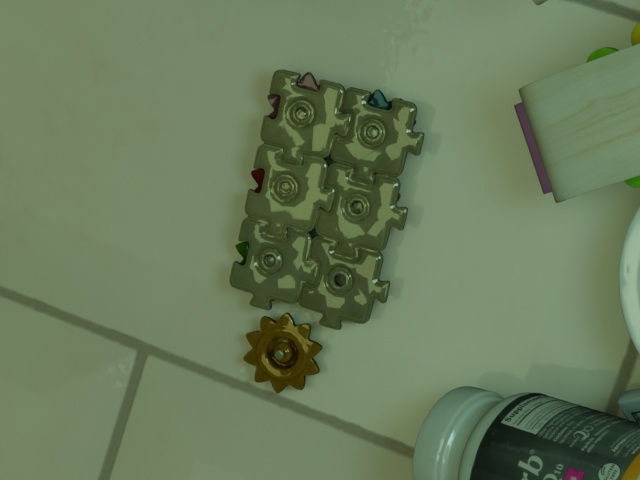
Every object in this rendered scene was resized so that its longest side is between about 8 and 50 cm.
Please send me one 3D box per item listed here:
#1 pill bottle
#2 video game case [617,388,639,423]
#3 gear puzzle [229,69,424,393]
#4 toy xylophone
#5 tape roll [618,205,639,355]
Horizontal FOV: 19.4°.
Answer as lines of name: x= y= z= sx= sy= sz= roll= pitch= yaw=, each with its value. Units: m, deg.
pill bottle: x=0.234 y=0.236 z=1.796 sx=0.278 sy=0.162 sz=0.162 roll=14 pitch=97 yaw=41
video game case: x=0.408 y=0.215 z=1.763 sx=0.193 sy=0.023 sz=0.212 roll=-17 pitch=114 yaw=49
gear puzzle: x=0.000 y=0.000 z=1.963 sx=0.175 sy=0.044 sz=0.339 roll=15 pitch=100 yaw=14
toy xylophone: x=0.318 y=-0.158 z=1.723 sx=0.322 sy=0.081 sz=0.236 roll=-9 pitch=93 yaw=27
tape roll: x=0.433 y=0.039 z=1.797 sx=0.286 sy=0.100 sz=0.286 roll=1 pitch=93 yaw=17
